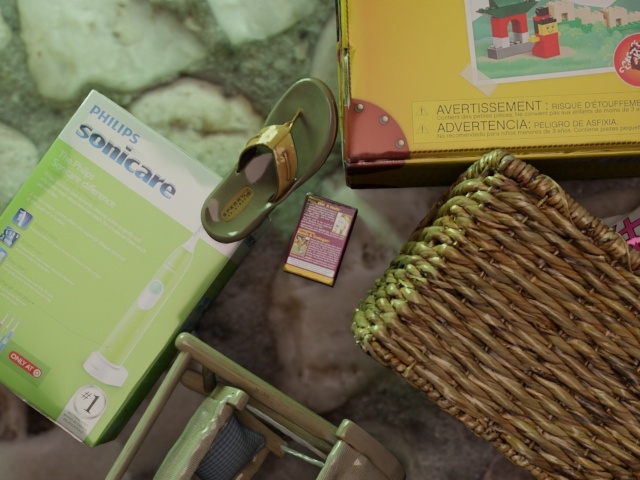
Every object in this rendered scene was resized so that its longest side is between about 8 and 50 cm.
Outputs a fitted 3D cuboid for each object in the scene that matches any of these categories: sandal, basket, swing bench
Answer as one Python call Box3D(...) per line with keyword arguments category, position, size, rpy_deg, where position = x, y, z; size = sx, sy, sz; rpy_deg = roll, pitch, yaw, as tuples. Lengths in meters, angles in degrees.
Box3D(category="sandal", position=(-0.050, -0.071, 1.323), size=(0.072, 0.049, 0.180), rpy_deg=(44, 100, 17))
Box3D(category="basket", position=(0.206, 0.082, 1.346), size=(0.299, 0.213, 0.223), rpy_deg=(36, 94, -1))
Box3D(category="swing bench", position=(-0.081, 0.267, 1.346), size=(0.255, 0.165, 0.253), rpy_deg=(28, 72, 6))

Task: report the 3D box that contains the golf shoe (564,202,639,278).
Box3D(category="golf shoe", position=(0.286, 0.002, 1.427), size=(0.186, 0.067, 0.086), rpy_deg=(-45, 84, -1))

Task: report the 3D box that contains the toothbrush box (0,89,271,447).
Box3D(category="toothbrush box", position=(-0.214, 0.030, 1.419), size=(0.206, 0.122, 0.283), rpy_deg=(34, 88, 4))

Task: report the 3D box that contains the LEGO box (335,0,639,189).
Box3D(category="LEGO box", position=(0.261, -0.251, 1.385), size=(0.501, 0.193, 0.372), rpy_deg=(-2, 85, 3))

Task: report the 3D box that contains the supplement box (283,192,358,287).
Box3D(category="supplement box", position=(0.000, 0.000, 1.451), size=(0.055, 0.043, 0.083), rpy_deg=(19, 87, 4))
